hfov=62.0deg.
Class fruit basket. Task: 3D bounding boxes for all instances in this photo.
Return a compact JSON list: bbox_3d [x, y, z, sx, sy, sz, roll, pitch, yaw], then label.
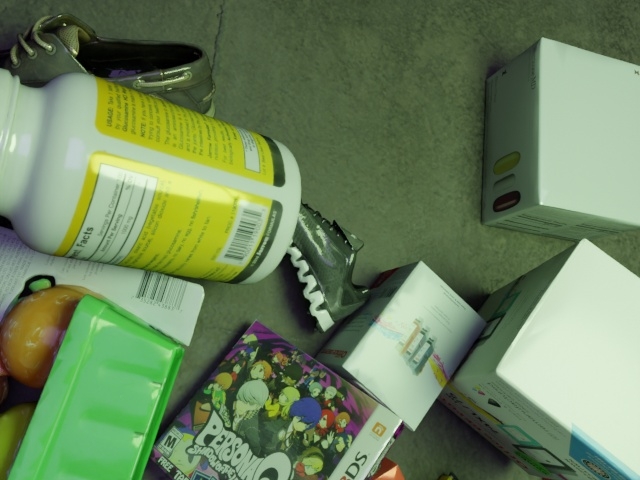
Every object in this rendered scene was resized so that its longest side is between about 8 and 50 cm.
[{"bbox_3d":[-0.343,0.158,0.582,0.353,0.165,0.327,15,76,1],"label":"fruit basket"}]

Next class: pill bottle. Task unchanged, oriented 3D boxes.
[{"bbox_3d":[-0.204,-0.065,0.576,0.334,0.188,0.188,14,76,-35],"label":"pill bottle"}]

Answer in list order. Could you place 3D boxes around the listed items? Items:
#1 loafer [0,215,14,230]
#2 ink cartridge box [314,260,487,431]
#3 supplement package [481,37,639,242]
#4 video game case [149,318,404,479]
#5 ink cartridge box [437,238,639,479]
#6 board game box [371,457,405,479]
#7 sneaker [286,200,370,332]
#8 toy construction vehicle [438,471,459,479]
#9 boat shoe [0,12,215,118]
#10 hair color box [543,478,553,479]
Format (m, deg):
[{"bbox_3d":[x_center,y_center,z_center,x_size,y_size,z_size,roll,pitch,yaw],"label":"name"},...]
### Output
[{"bbox_3d":[-0.470,-0.110,0.594,0.302,0.095,0.109,27,75,-12],"label":"loafer"},{"bbox_3d":[0.102,0.139,0.717,0.127,0.128,0.176,44,72,-6],"label":"ink cartridge box"},{"bbox_3d":[0.386,-0.149,0.849,0.204,0.145,0.261,9,78,-16],"label":"supplement package"},{"bbox_3d":[-0.054,0.237,0.631,0.232,0.042,0.210,30,68,26],"label":"video game case"},{"bbox_3d":[0.298,0.167,0.679,0.198,0.270,0.197,38,72,9],"label":"ink cartridge box"},{"bbox_3d":[0.057,0.483,0.676,0.242,0.064,0.316,-25,89,-20],"label":"board game box"},{"bbox_3d":[0.000,0.000,0.724,0.106,0.078,0.234,-22,92,1],"label":"sneaker"},{"bbox_3d":[0.182,0.393,0.752,0.086,0.035,0.098,-40,97,-31],"label":"toy construction vehicle"},{"bbox_3d":[-0.300,-0.201,0.627,0.355,0.130,0.132,-5,49,-24],"label":"boat shoe"},{"bbox_3d":[0.371,0.327,0.815,0.072,0.043,0.141,-16,86,-19],"label":"hair color box"}]
